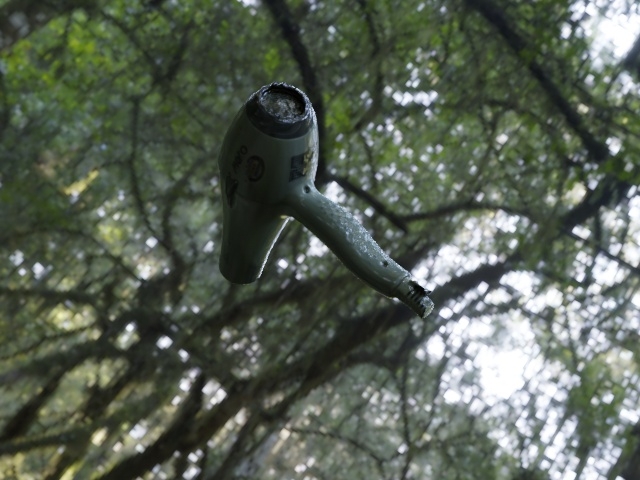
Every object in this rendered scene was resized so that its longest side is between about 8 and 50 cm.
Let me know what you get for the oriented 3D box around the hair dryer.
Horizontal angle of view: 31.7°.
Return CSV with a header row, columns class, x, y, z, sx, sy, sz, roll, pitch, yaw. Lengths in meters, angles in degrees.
class,x,y,z,sx,sy,sz,roll,pitch,yaw
hair dryer,-0.021,0.000,0.965,0.225,0.088,0.219,54,-33,2
